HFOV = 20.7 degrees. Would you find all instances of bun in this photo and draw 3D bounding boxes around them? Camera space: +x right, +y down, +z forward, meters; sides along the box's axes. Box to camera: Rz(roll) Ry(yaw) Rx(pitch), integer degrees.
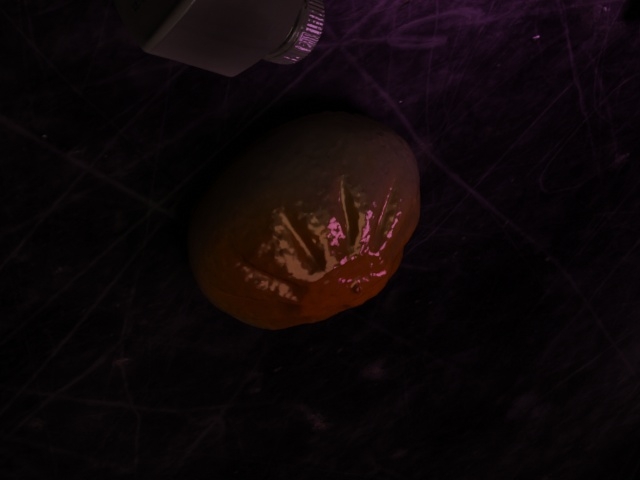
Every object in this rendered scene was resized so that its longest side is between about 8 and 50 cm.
[{"bbox_3d":[0.000,0.000,2.037,0.299,0.165,0.299,-24,150,-15],"label":"bun"}]

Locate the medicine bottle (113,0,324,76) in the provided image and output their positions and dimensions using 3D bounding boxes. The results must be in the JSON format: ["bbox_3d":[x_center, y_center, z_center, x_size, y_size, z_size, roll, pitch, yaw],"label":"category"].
[{"bbox_3d":[-0.087,-0.231,1.698,0.132,0.088,0.188,-48,147,23],"label":"medicine bottle"}]
